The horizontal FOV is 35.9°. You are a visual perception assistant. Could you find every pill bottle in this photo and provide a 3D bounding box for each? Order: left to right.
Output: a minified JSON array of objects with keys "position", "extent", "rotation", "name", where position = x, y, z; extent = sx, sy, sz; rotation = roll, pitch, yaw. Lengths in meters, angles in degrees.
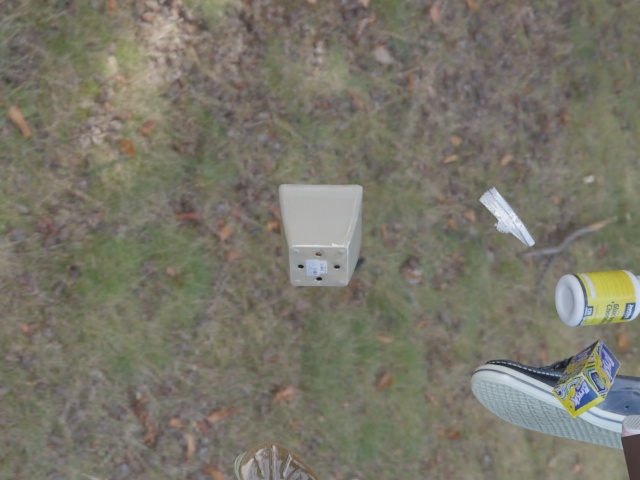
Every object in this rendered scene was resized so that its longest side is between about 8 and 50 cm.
[{"position":[0.563,0.111,1.938],"extent":[0.184,0.103,0.103],"rotation":[-4,85,-14],"name":"pill bottle"}]

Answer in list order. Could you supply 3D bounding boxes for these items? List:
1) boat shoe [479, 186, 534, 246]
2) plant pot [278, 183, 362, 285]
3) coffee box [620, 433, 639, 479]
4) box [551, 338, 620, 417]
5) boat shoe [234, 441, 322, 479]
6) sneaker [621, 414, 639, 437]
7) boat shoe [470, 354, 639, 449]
[{"position":[0.262,-0.028,1.397],"extent":[0.100,0.035,0.035],"rotation":[52,14,2],"name":"boat shoe"},{"position":[0.000,0.000,1.269],"extent":[0.109,0.109,0.096],"rotation":[89,1,-46],"name":"plant pot"},{"position":[0.451,0.337,1.138],"extent":[0.098,0.141,0.246],"rotation":[11,65,-51],"name":"coffee box"},{"position":[0.412,0.210,1.520],"extent":[0.054,0.059,0.169],"rotation":[52,27,5],"name":"box"},{"position":[0.001,0.383,1.344],"extent":[0.285,0.089,0.104],"rotation":[47,67,-1],"name":"boat shoe"},{"position":[0.625,0.360,1.834],"extent":[0.051,0.134,0.070],"rotation":[-84,173,-51],"name":"sneaker"},{"position":[0.513,0.305,1.983],"extent":[0.500,0.187,0.156],"rotation":[17,65,-23],"name":"boat shoe"}]
